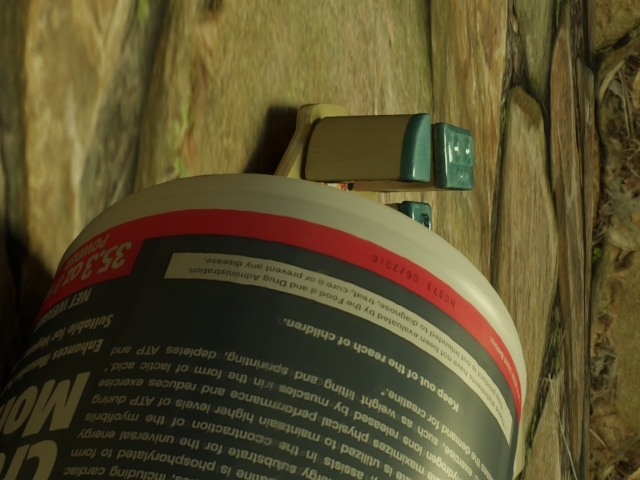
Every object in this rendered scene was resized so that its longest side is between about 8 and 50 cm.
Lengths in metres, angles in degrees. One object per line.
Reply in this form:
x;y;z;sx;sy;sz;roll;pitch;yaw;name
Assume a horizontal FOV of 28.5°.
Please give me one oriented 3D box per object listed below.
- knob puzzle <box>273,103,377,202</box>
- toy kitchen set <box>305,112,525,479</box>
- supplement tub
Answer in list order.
0.000;0.000;0.798;0.213;0.030;0.213;0;90;-71;knob puzzle
0.074;0.029;0.778;0.166;0.122;0.207;-2;92;-72;toy kitchen set
-0.038;0.129;0.425;0.191;0.191;0.272;72;25;-44;supplement tub
